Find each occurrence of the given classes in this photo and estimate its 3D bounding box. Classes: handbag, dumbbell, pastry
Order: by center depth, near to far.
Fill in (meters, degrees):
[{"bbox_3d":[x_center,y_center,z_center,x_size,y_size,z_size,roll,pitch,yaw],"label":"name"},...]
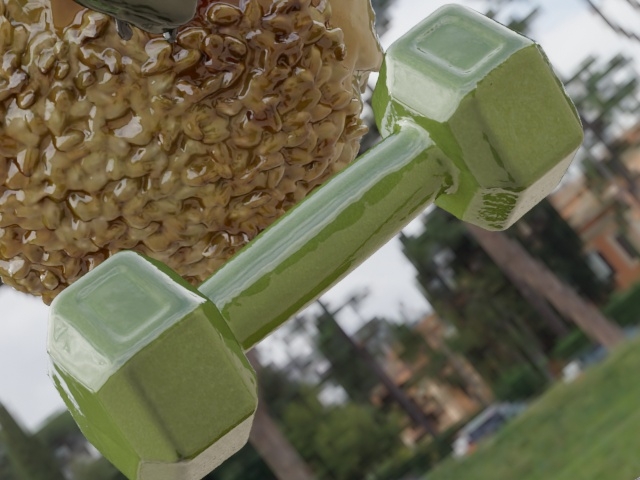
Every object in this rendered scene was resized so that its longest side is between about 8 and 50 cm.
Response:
[{"bbox_3d":[0.000,0.000,0.959,0.302,0.121,0.108,-39,-42,-20],"label":"dumbbell"},{"bbox_3d":[-0.130,-0.169,1.209,0.111,0.072,0.047,13,-23,-36],"label":"handbag"},{"bbox_3d":[-0.151,-0.122,1.462,0.409,0.410,0.245,-45,24,25],"label":"pastry"}]

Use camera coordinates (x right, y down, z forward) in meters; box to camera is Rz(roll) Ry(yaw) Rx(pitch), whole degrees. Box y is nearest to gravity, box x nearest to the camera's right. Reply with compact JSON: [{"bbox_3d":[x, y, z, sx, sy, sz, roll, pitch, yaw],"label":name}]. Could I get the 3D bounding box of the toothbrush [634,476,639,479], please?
[{"bbox_3d":[0.173,0.132,0.980,0.354,0.024,0.029,-38,-12,30],"label":"toothbrush"}]
